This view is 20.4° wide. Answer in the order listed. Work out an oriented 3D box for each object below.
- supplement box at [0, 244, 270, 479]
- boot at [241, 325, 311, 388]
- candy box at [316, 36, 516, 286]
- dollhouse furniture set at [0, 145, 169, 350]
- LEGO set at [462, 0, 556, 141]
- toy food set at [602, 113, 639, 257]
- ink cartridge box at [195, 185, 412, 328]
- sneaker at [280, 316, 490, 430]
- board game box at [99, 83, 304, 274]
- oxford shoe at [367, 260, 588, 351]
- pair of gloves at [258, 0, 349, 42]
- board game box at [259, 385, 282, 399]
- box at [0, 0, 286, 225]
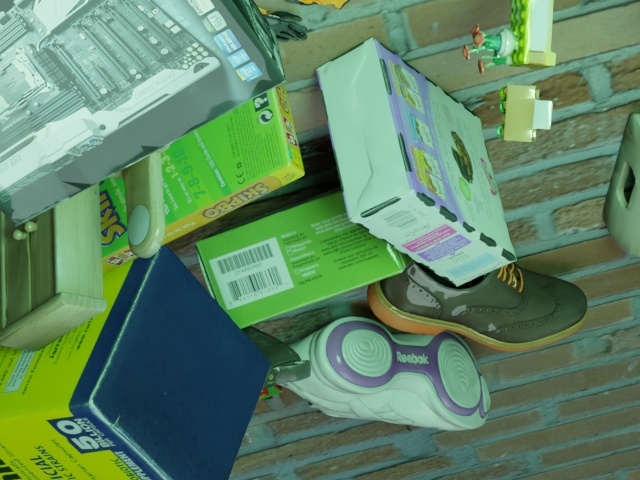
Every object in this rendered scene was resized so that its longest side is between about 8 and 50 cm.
[{"bbox_3d":[-0.263,0.156,1.709,0.357,0.195,0.194,-11,133,35],"label":"supplement box"},{"bbox_3d":[-0.168,0.148,1.958,0.229,0.263,0.091,-23,118,-38],"label":"boot"},{"bbox_3d":[0.090,-0.068,1.628,0.070,0.164,0.196,-26,148,24],"label":"candy box"},{"bbox_3d":[-0.349,-0.035,1.466,0.356,0.173,0.303,12,151,-37],"label":"dollhouse furniture set"},{"bbox_3d":[0.148,-0.219,1.418,0.107,0.132,0.287,3,126,-15],"label":"LEGO set"},{"bbox_3d":[0.461,-0.074,1.861,0.306,0.092,0.219,-2,151,-2],"label":"toy food set"},{"bbox_3d":[0.000,0.000,1.805,0.189,0.097,0.255,-19,-176,12],"label":"ink cartridge box"},{"bbox_3d":[0.075,0.161,2.117,0.305,0.114,0.152,21,151,-39],"label":"sneaker"},{"bbox_3d":[-0.139,-0.062,1.592,0.259,0.124,0.039,-24,150,20],"label":"board game box"},{"bbox_3d":[0.192,0.057,1.967,0.271,0.097,0.098,4,141,-27],"label":"oxford shoe"},{"bbox_3d":[-0.023,-0.197,1.515,0.074,0.010,0.083,15,142,-40],"label":"pair of gloves"},{"bbox_3d":[-0.147,0.174,2.093,0.181,0.043,0.092,-20,151,15],"label":"board game box"},{"bbox_3d":[-0.205,-0.184,1.265,0.242,0.076,0.307,-27,126,11],"label":"box"}]
